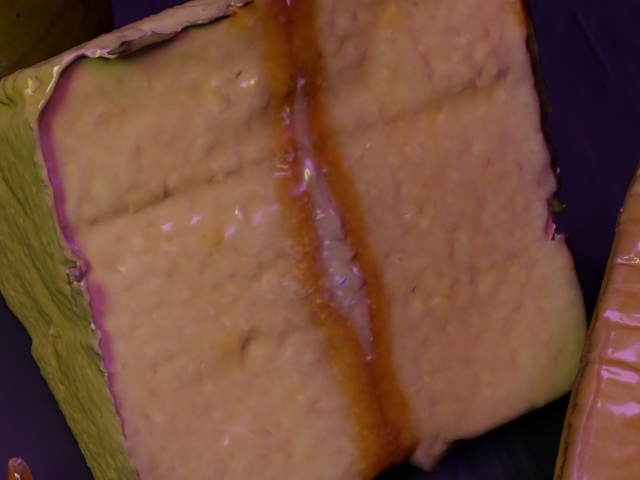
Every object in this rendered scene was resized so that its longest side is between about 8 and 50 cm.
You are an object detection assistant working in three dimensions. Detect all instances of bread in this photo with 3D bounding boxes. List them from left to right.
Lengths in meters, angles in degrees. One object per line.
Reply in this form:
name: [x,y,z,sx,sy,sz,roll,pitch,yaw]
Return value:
bread: [0.000,0.000,0.782,0.263,0.198,0.236,-22,79,-21]
bread: [0.180,0.087,0.803,0.119,0.152,0.288,12,60,11]

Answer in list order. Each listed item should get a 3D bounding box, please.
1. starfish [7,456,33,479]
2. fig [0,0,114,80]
starfish: [-0.140,0.245,0.676,0.293,0.084,0.301,-32,71,-25]
fig: [-0.209,-0.075,0.822,0.236,0.124,0.124,-42,79,-3]
